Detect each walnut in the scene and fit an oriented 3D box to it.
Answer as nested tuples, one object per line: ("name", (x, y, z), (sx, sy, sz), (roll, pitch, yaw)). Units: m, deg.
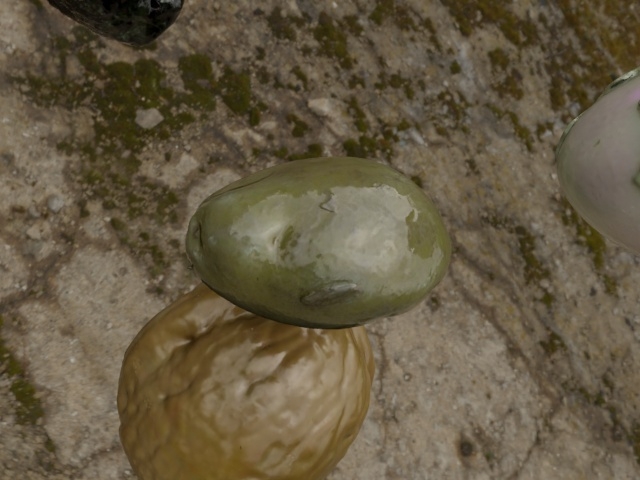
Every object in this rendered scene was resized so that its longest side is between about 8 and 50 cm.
("walnut", (-0.085, 0.176, 0.699), (0.333, 0.333, 0.332), (11, 69, -32))

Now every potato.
("potato", (0.000, 0.000, 0.507), (0.235, 0.178, 0.160), (-2, 85, -17))

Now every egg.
("egg", (0.305, -0.061, 0.452), (0.183, 0.217, 0.182), (-3, 94, -56))

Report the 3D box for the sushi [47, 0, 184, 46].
("sushi", (-0.232, -0.434, 0.739), (0.211, 0.350, 0.171), (46, 12, 36))
